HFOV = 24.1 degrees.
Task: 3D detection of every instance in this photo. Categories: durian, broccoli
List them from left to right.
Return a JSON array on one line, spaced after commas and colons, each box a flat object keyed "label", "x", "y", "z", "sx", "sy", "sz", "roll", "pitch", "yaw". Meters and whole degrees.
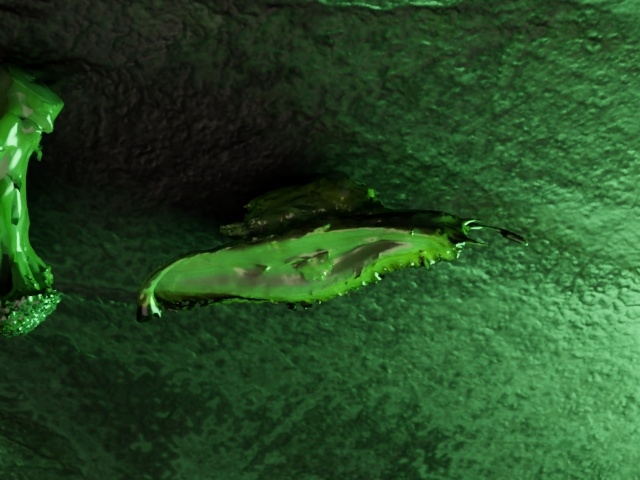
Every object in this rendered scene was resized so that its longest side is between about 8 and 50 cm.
[{"label": "broccoli", "x": -0.320, "y": -0.029, "z": 1.339, "sx": 0.254, "sy": 0.269, "sz": 0.269, "roll": 35, "pitch": 126, "yaw": 21}, {"label": "durian", "x": 0.001, "y": 0.007, "z": 1.397, "sx": 0.375, "sy": 0.107, "sz": 0.132, "roll": -13, "pitch": 121, "yaw": 12}]
